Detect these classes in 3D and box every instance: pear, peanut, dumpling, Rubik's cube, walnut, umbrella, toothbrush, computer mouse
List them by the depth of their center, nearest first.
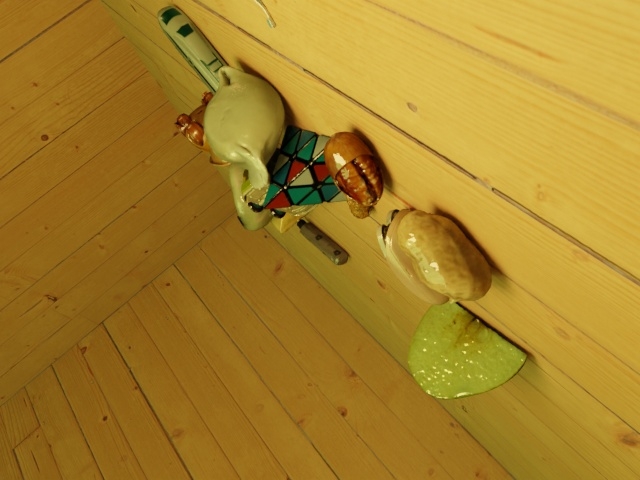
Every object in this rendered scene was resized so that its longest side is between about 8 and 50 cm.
[{"bbox_3d":[-0.136,-0.494,0.951,0.017,0.014,0.162,6,139,48],"label":"toothbrush"},{"bbox_3d":[0.245,0.032,0.976,0.224,0.129,0.129,51,171,1],"label":"peanut"},{"bbox_3d":[0.078,-0.150,1.063,0.116,0.116,0.207,37,165,51],"label":"walnut"},{"bbox_3d":[0.217,0.040,1.089,0.236,0.145,0.082,49,135,-10],"label":"computer mouse"},{"bbox_3d":[0.359,0.317,1.253,0.288,0.239,0.139,40,167,46],"label":"pear"},{"bbox_3d":[-0.217,-0.316,1.316,0.212,0.320,0.270,24,160,-25],"label":"dumpling"},{"bbox_3d":[-0.008,-0.144,1.348,0.234,0.249,0.284,32,177,-35],"label":"Rubik's cube"},{"bbox_3d":[0.000,0.000,2.117,0.073,0.067,0.337,-1,-149,-42],"label":"umbrella"}]

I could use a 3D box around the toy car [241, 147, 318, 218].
[{"bbox_3d":[-0.125,-0.200,1.547,0.248,0.198,0.204,15,152,-32],"label":"toy car"}]

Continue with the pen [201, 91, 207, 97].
[{"bbox_3d":[-0.415,-0.523,2.040,0.239,0.028,0.028,51,170,-16],"label":"pen"}]

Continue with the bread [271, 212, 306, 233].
[{"bbox_3d":[-0.170,-0.180,1.892,0.168,0.163,0.264,44,169,32],"label":"bread"}]

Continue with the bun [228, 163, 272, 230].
[{"bbox_3d":[-0.232,-0.177,1.791,0.283,0.179,0.283,168,90,-86],"label":"bun"}]

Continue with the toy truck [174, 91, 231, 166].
[{"bbox_3d":[-0.406,-0.425,1.859,0.288,0.204,0.211,34,165,51],"label":"toy truck"}]

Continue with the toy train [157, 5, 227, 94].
[{"bbox_3d":[-0.353,-0.551,1.472,0.407,0.086,0.088,50,171,-9],"label":"toy train"}]

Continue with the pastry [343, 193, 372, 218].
[{"bbox_3d":[0.096,-0.109,1.294,0.140,0.056,0.080,55,180,-44],"label":"pastry"}]
